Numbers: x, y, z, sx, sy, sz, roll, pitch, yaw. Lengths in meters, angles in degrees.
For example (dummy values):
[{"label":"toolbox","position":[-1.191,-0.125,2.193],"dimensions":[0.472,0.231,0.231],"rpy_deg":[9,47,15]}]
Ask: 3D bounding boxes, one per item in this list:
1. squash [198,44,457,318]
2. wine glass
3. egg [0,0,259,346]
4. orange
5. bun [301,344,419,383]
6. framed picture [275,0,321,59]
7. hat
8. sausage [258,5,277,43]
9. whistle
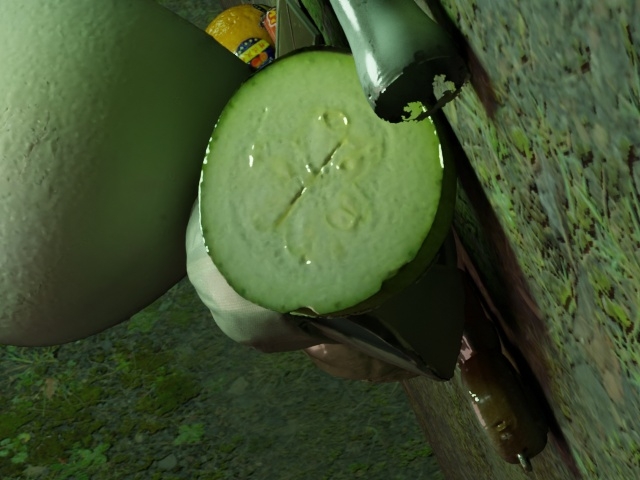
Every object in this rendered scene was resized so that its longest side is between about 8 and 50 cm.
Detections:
[{"label":"squash","position":[0.005,-0.046,1.182],"dimensions":[0.219,0.219,0.041],"rpy_deg":[64,-163,20]},{"label":"wine glass","position":[0.036,-0.157,0.985],"dimensions":[0.072,0.072,0.155],"rpy_deg":[69,174,-63]},{"label":"egg","position":[-0.256,-0.064,1.439],"dimensions":[0.354,0.340,0.354],"rpy_deg":[26,172,4]},{"label":"orange","position":[-0.088,-0.227,1.994],"dimensions":[0.178,0.155,0.177],"rpy_deg":[51,177,4]},{"label":"bun","position":[0.000,0.000,1.654],"dimensions":[0.360,0.211,0.360],"rpy_deg":[63,177,6]},{"label":"framed picture","position":[-0.029,-0.216,1.787],"dimensions":[0.109,0.011,0.149],"rpy_deg":[55,153,39]},{"label":"hat","position":[0.008,0.033,1.325],"dimensions":[0.275,0.161,0.232],"rpy_deg":[28,-141,-5]},{"label":"sausage","position":[-0.030,-0.233,1.852],"dimensions":[0.048,0.050,0.145],"rpy_deg":[-57,44,34]},{"label":"whistle","position":[0.157,0.118,1.380],"dimensions":[0.107,0.057,0.220],"rpy_deg":[46,-162,-51]}]
